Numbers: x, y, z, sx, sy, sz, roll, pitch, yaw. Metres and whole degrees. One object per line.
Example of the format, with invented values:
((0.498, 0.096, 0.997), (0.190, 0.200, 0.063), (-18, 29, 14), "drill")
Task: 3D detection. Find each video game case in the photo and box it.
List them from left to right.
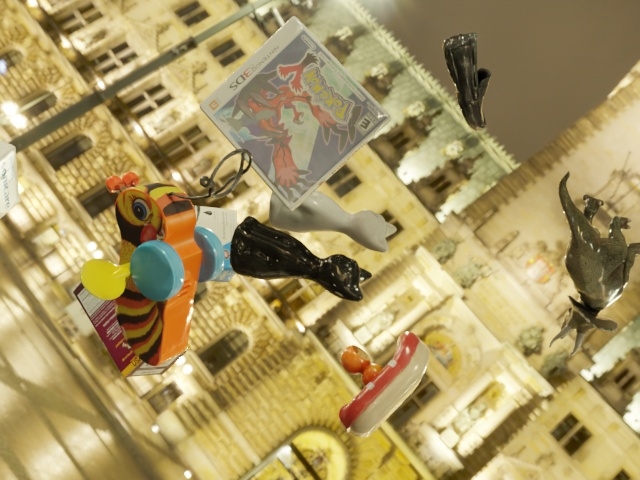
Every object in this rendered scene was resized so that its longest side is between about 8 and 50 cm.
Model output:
((-0.037, -0.173, 0.941), (0.201, 0.183, 0.023), (49, 5, 12), "video game case")

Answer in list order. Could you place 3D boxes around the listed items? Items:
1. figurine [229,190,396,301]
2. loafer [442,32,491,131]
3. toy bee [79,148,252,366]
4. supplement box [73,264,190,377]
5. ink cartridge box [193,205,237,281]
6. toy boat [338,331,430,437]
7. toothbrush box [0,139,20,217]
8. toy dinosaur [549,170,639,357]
((0.000, 0.000, 1.082), (0.209, 0.215, 0.092), (19, -51, 14), "figurine")
((0.312, -0.320, 1.419), (0.076, 0.078, 0.223), (-85, 155, -47), "loafer")
((-0.192, -0.006, 0.844), (0.162, 0.298, 0.195), (34, 8, 21), "toy bee")
((-0.323, 0.135, 1.186), (0.188, 0.081, 0.104), (51, 14, 22), "supplement box")
((-0.287, 0.004, 1.509), (0.086, 0.203, 0.148), (137, -48, -56), "ink cartridge box")
((0.104, 0.264, 1.368), (0.151, 0.231, 0.151), (43, -17, 17), "toy boat")
((-0.634, -0.063, 1.032), (0.216, 0.295, 0.126), (22, -46, 5), "toothbrush box")
((0.426, 0.033, 1.068), (0.121, 0.160, 0.313), (8, -41, 28), "toy dinosaur")
